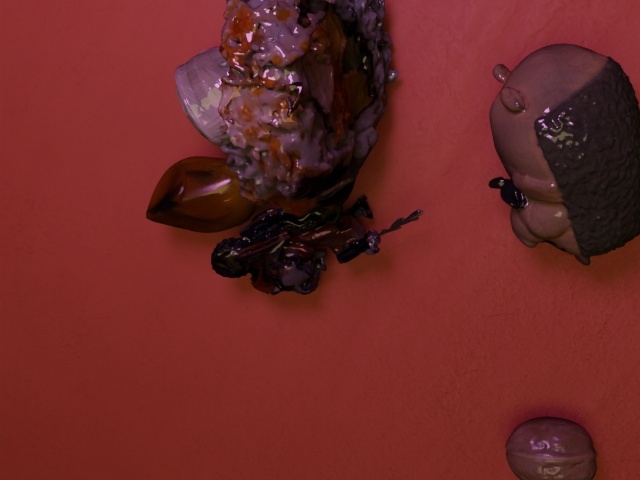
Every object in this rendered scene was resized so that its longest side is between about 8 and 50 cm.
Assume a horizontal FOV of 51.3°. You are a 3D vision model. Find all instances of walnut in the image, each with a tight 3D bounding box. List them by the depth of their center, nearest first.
[{"bbox_3d":[0.436,0.405,1.260,0.162,0.140,0.140,-6,108,29],"label":"walnut"}]

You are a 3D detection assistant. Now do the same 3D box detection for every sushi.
[{"bbox_3d":[-0.023,-0.248,1.022,0.175,0.417,0.418,9,112,25],"label":"sushi"}]

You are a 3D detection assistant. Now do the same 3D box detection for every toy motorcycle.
[{"bbox_3d":[0.000,0.000,1.231,0.401,0.134,0.207,-30,128,21],"label":"toy motorcycle"}]

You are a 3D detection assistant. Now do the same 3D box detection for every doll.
[{"bbox_3d":[0.384,-0.122,1.039,0.247,0.247,0.350,-23,118,22],"label":"doll"}]

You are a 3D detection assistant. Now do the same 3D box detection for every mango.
[{"bbox_3d":[-0.201,-0.087,1.241,0.236,0.166,0.136,-10,66,51],"label":"mango"}]

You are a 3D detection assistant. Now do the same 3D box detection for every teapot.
[{"bbox_3d":[-0.133,-0.244,1.174,0.178,0.163,0.222,-26,100,16],"label":"teapot"}]
